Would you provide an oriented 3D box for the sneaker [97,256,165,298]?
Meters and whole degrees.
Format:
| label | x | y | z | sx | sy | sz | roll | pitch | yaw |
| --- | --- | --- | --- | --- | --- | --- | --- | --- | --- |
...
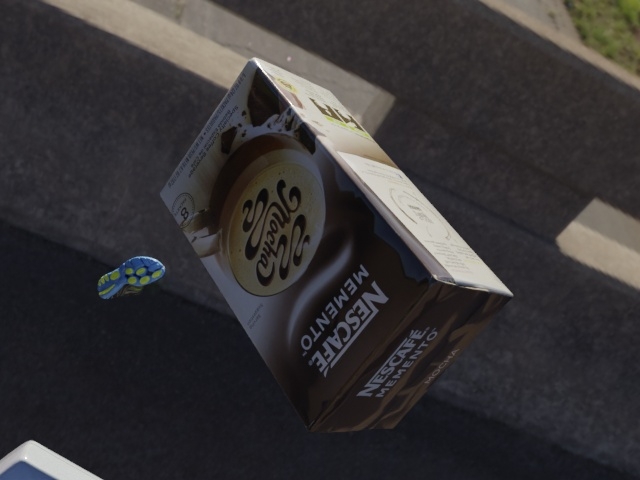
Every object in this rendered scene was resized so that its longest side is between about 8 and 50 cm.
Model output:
| label | x | y | z | sx | sy | sz | roll | pitch | yaw |
| --- | --- | --- | --- | --- | --- | --- | --- | --- | --- |
| sneaker | -0.418 | 0.083 | 1.901 | 0.078 | 0.188 | 0.067 | 4 | 67 | -57 |

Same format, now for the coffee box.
| label | x | y | z | sx | sy | sz | roll | pitch | yaw |
| --- | --- | --- | --- | --- | --- | --- | --- | --- | --- |
| coffee box | 0.000 | 0.000 | 0.741 | 0.118 | 0.168 | 0.297 | 13 | 31 | -48 |

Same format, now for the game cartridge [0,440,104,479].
| label | x | y | z | sx | sy | sz | roll | pitch | yaw |
| --- | --- | --- | --- | --- | --- | --- | --- | --- | --- |
| game cartridge | -0.219 | 0.295 | 0.581 | 0.198 | 0.297 | 0.062 | 34 | 1 | -6 |
